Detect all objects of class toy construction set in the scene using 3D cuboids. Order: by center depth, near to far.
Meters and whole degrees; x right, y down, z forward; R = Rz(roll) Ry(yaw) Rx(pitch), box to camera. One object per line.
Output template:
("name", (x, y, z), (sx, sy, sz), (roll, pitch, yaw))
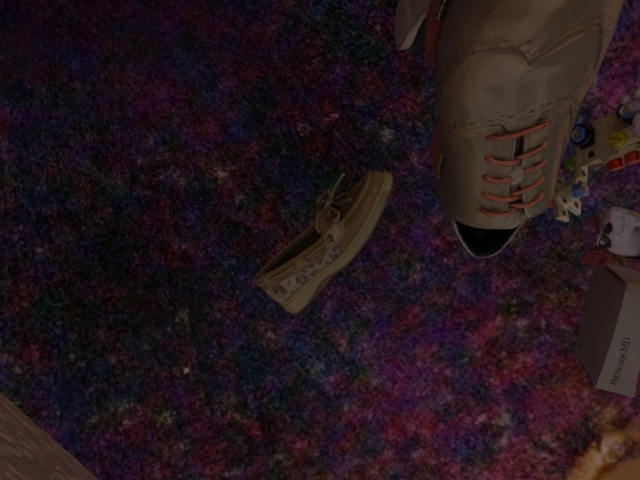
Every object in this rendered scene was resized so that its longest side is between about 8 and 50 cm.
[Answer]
("toy construction set", (0.611, -0.161, 0.961), (0.151, 0.215, 0.327), (-1, 164, -46))

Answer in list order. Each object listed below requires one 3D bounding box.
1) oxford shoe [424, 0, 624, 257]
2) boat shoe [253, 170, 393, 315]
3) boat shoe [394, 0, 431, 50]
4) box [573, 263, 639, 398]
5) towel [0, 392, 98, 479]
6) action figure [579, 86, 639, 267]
("oxford shoe", (0.168, -0.093, 0.409), (0.140, 0.147, 0.397), (-8, 161, 12))
("boat shoe", (0.000, 0.000, 0.716), (0.089, 0.105, 0.285), (34, 118, -9))
("boat shoe", (0.166, -0.328, 0.647), (0.079, 0.095, 0.254), (-7, 175, -7))
("box", (0.483, 0.132, 0.630), (0.127, 0.232, 0.149), (-34, 133, -72))
("towel", (-0.230, 0.233, 0.402), (0.317, 0.332, 0.053), (49, 62, -11))
("action figure", (0.407, -0.015, 0.399), (0.275, 0.370, 0.248), (-9, 97, -30))
